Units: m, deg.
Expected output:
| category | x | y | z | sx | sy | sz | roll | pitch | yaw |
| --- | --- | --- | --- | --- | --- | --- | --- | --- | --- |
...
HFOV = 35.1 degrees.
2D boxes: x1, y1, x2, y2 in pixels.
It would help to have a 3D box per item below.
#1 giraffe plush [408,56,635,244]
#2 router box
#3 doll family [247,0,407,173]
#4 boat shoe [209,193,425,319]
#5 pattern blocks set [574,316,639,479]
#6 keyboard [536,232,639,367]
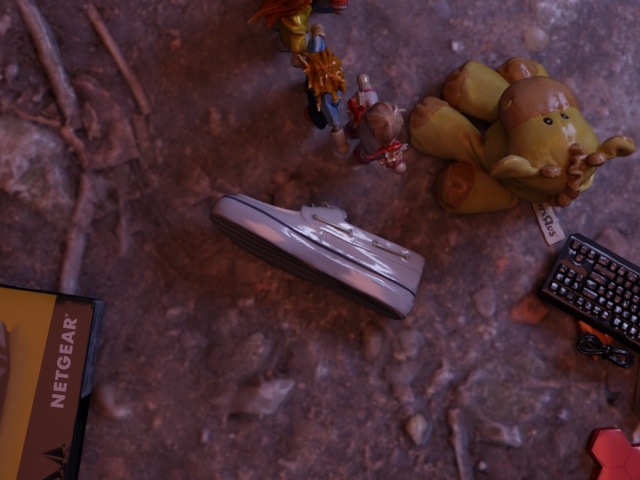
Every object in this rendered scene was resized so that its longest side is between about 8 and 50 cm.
| category | x | y | z | sx | sy | sz | roll | pitch | yaw |
| --- | --- | --- | --- | --- | --- | --- | --- | --- | --- |
| giraffe plush | 0.202 | -0.092 | 0.984 | 0.181 | 0.170 | 0.210 | -40 | 90 | -6 |
| router box | -0.354 | 0.190 | 0.970 | 0.242 | 0.081 | 0.309 | 8 | 86 | -4 |
| doll family | -0.002 | -0.178 | 0.977 | 0.118 | 0.163 | 0.263 | -16 | 88 | -5 |
| boat shoe | 0.000 | 0.000 | 1.019 | 0.226 | 0.083 | 0.076 | 29 | 73 | -13 |
| pattern blocks set | 0.409 | 0.116 | 1.060 | 0.285 | 0.026 | 0.325 | 1 | 86 | -4 |
| keyboard | 0.312 | 0.079 | 1.035 | 0.180 | 0.023 | 0.108 | 30 | 86 | 4 |
